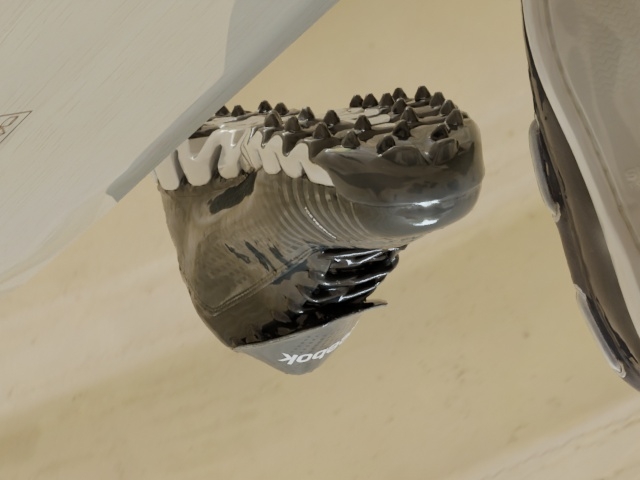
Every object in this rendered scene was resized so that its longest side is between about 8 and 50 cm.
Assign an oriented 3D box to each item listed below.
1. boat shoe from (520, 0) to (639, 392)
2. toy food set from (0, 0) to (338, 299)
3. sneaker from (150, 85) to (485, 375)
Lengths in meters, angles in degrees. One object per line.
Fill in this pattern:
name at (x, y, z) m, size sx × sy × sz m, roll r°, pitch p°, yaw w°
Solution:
boat shoe at (0.068, -0.024, 0.402) m, size 0.046 × 0.038 × 0.125 m, roll -18°, pitch -94°, yaw -21°
toy food set at (-0.101, -0.060, 0.419) m, size 0.092 × 0.306 × 0.219 m, roll 56°, pitch -150°, yaw 9°
sneaker at (0.000, 0.000, 0.675) m, size 0.078 × 0.234 × 0.106 m, roll -13°, pitch -82°, yaw -24°
